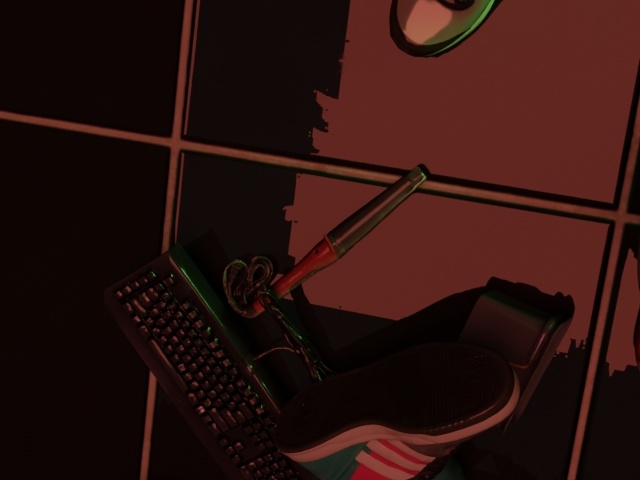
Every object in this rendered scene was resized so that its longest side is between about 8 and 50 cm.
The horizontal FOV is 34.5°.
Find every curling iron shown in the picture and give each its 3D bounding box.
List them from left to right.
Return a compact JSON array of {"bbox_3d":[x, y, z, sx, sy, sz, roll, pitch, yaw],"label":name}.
[{"bbox_3d":[0.000,0.000,1.138,0.274,0.035,0.068,-32,91,19],"label":"curling iron"}]

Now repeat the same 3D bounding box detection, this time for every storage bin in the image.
[{"bbox_3d":[0.188,0.121,1.083,0.091,0.098,0.135,29,106,20],"label":"storage bin"}]

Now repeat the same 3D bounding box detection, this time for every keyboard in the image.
[{"bbox_3d":[-0.090,0.145,1.168,0.201,0.033,0.317,-31,100,19],"label":"keyboard"}]

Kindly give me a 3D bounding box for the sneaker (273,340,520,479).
[{"bbox_3d":[0.111,0.211,1.064,0.295,0.124,0.178,-20,130,40],"label":"sneaker"}]

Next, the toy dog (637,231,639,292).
[{"bbox_3d":[0.471,0.003,0.855,0.407,0.395,0.285,3,68,1],"label":"toy dog"}]

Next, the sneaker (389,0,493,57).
[{"bbox_3d":[0.158,-0.296,1.004,0.100,0.108,0.271,41,109,3],"label":"sneaker"}]

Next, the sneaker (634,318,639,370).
[{"bbox_3d":[0.398,0.038,1.024,0.128,0.087,0.221,10,109,1],"label":"sneaker"}]
